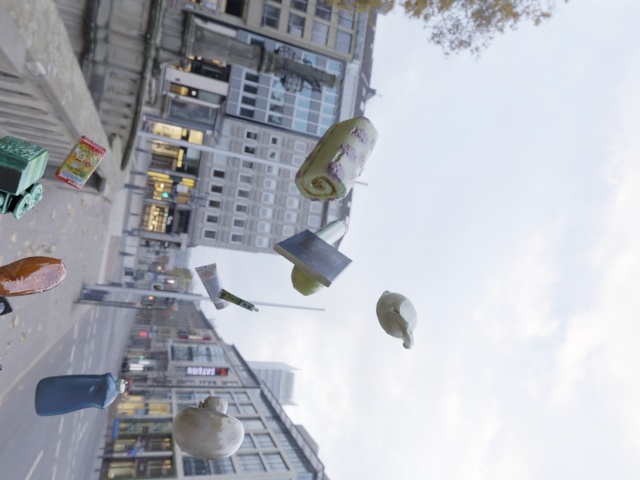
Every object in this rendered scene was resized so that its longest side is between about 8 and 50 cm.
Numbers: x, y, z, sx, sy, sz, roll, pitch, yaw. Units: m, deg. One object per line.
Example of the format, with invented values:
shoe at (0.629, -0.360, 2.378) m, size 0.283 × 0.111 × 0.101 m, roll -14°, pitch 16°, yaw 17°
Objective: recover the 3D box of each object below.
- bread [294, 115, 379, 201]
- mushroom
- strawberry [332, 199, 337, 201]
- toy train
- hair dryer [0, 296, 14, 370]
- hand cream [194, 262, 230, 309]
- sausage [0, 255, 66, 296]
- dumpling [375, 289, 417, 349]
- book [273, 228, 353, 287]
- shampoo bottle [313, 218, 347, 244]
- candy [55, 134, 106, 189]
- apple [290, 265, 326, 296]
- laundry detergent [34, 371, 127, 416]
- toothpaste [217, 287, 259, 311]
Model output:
bread at (0.067, -0.290, 1.481) m, size 0.187 × 0.155 × 0.338 m, roll -4°, pitch -136°, yaw 39°
mushroom at (-0.346, 0.587, 1.309) m, size 0.226 × 0.227 × 0.178 m, roll -57°, pitch -172°, yaw 47°
strawberry at (0.084, -0.229, 1.825) m, size 0.192 × 0.085 × 0.140 m, roll -40°, pitch -177°, yaw 28°
toy train at (-1.005, -0.207, 1.362) m, size 0.238 × 0.167 × 0.299 m, roll -62°, pitch -154°, yaw 15°
hair dryer at (-1.081, 0.312, 1.371) m, size 0.078 × 0.196 × 0.248 m, roll -130°, pitch -158°, yaw -74°
hand cream at (-0.549, 0.234, 2.145) m, size 0.083 × 0.133 × 0.247 m, roll -61°, pitch 137°, yaw -65°
sausage at (-0.681, 0.085, 0.965) m, size 0.089 × 0.179 × 0.089 m, roll 4°, pitch -82°, yaw 31°
dumpling at (0.266, 0.272, 1.434) m, size 0.179 × 0.132 × 0.252 m, roll 64°, pitch -2°, yaw -18°
book at (-0.011, 0.045, 1.256) m, size 0.025 × 0.191 × 0.269 m, roll -59°, pitch 170°, yaw 18°
shampoo bottle at (0.000, 0.000, 1.610) m, size 0.134 × 0.078 × 0.359 m, roll -39°, pitch 178°, yaw 25°
candy at (-0.597, -0.195, 1.040) m, size 0.122 × 0.062 × 0.038 m, roll -52°, pitch -139°, yaw 3°
apple at (-0.044, 0.159, 1.937) m, size 0.200 × 0.200 × 0.199 m, roll -171°, pitch -90°, yaw -69°
laundry detergent at (-0.594, 0.381, 1.049) m, size 0.061 × 0.207 × 0.096 m, roll 121°, pitch -37°, yaw -75°
toothpaste at (-0.376, 0.283, 1.924) m, size 0.031 × 0.204 × 0.049 m, roll 104°, pitch 11°, yaw -74°
